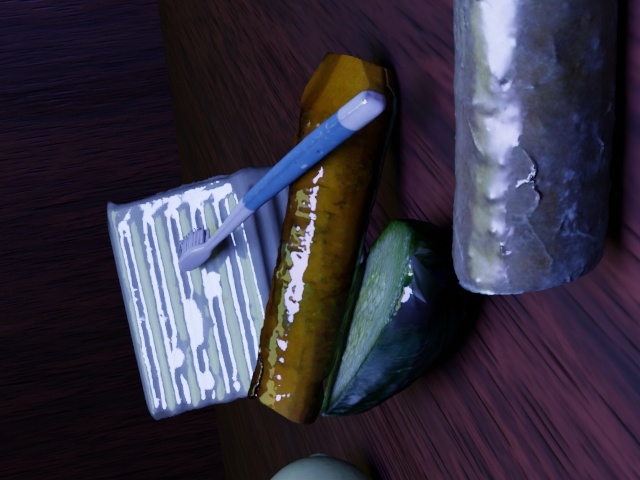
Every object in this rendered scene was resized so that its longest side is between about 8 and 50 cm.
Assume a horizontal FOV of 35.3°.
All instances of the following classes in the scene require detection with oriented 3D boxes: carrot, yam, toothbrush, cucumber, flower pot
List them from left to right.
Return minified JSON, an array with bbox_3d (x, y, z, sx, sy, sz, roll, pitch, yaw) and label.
[{"bbox_3d":[-0.071,0.043,0.901,0.209,0.239,0.189,0,-102,-72],"label":"flower pot"},{"bbox_3d":[-0.038,-0.037,0.693,0.276,0.019,0.025,-36,48,50],"label":"toothbrush"},{"bbox_3d":[0.000,0.000,0.710,0.070,0.070,0.260,-145,65,-74],"label":"carrot"},{"bbox_3d":[0.053,0.055,0.663,0.244,0.063,0.115,113,169,-74],"label":"cucumber"},{"bbox_3d":[0.087,-0.065,0.410,0.068,0.068,0.169,-126,31,-65],"label":"yam"}]

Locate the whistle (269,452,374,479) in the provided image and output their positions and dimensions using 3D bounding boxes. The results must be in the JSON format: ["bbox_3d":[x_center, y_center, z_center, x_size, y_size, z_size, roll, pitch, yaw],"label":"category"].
[{"bbox_3d":[0.037,0.306,0.916,0.294,0.141,0.141,44,147,41],"label":"whistle"}]
